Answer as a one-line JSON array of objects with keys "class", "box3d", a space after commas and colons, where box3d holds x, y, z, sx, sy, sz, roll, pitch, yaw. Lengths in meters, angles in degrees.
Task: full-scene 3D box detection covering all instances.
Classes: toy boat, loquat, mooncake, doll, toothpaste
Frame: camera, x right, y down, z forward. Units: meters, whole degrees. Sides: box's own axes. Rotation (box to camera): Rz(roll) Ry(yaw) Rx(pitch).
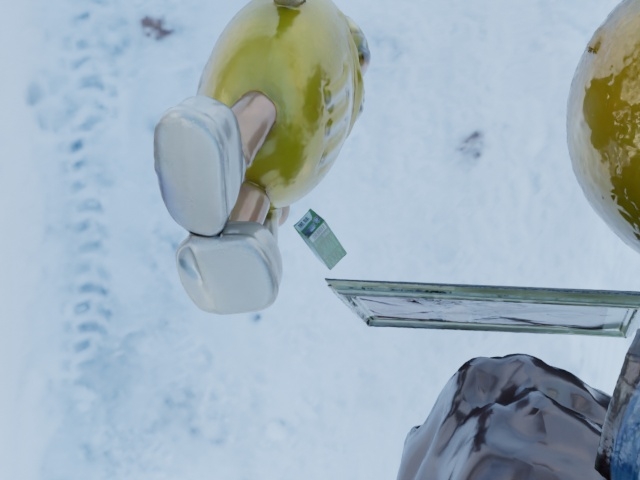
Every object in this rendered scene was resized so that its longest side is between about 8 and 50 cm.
[{"class": "toy boat", "box3d": [0.185, 0.101, 0.708, 0.060, 0.060, 0.137, 21, 136, 17]}, {"class": "loquat", "box3d": [0.381, -0.138, 1.223, 0.328, 0.328, 0.359, -22, 79, 22]}, {"class": "mooncake", "box3d": [0.126, 0.266, 0.945, 0.212, 0.350, 0.381, 26, 66, -6]}, {"class": "doll", "box3d": [-0.053, -0.129, 1.241, 0.161, 0.348, 0.423, 11, 65, 8]}, {"class": "toothpaste", "box3d": [0.000, 0.000, 1.008, 0.017, 0.083, 0.020, 42, 85, 21]}]

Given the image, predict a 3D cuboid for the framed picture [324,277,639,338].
[{"class": "framed picture", "box3d": [0.153, 0.063, 1.180, 0.273, 0.216, 0.016, 2, 79, 11]}]
